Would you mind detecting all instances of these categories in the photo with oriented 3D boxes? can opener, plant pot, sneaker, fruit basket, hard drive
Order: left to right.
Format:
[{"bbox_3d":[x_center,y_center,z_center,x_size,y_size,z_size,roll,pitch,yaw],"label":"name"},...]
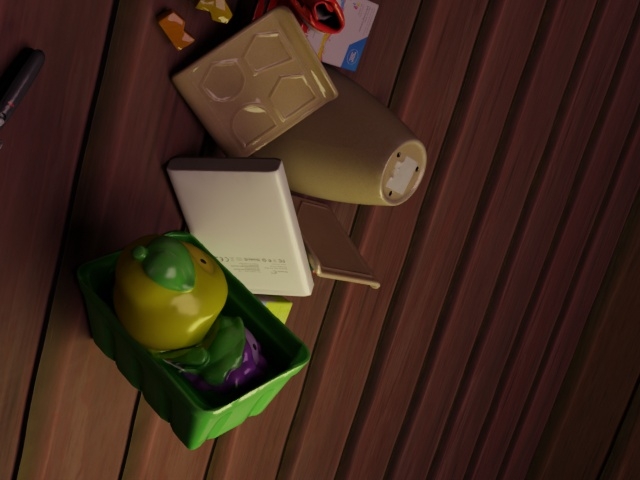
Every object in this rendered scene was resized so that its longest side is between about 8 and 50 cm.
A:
[{"bbox_3d":[-0.447,-0.193,1.371,0.186,0.059,0.073,-53,143,-10],"label":"can opener"},{"bbox_3d":[-0.218,0.109,1.591,0.283,0.392,0.391,-23,130,-41],"label":"fruit basket"},{"bbox_3d":[-0.138,-0.020,1.754,0.040,0.203,0.307,-73,158,-43],"label":"hard drive"},{"bbox_3d":[-0.036,-0.421,1.593,0.221,0.128,0.087,37,95,-22],"label":"sneaker"},{"bbox_3d":[0.052,-0.172,1.811,0.256,0.274,0.256,-30,135,-36],"label":"plant pot"}]

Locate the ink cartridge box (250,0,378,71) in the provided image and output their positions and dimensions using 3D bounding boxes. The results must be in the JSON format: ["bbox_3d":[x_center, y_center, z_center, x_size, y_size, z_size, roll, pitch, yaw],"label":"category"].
[{"bbox_3d":[-0.011,-0.395,1.751,0.231,0.078,0.134,4,109,-51],"label":"ink cartridge box"}]

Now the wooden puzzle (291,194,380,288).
[{"bbox_3d":[0.000,0.000,1.928,0.044,0.221,0.239,-42,150,18],"label":"wooden puzzle"}]

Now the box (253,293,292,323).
[{"bbox_3d":[-0.142,0.165,1.997,0.178,0.042,0.109,9,106,-52],"label":"box"}]

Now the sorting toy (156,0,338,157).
[{"bbox_3d":[-0.130,-0.295,1.638,0.229,0.041,0.307,-32,131,3],"label":"sorting toy"}]
